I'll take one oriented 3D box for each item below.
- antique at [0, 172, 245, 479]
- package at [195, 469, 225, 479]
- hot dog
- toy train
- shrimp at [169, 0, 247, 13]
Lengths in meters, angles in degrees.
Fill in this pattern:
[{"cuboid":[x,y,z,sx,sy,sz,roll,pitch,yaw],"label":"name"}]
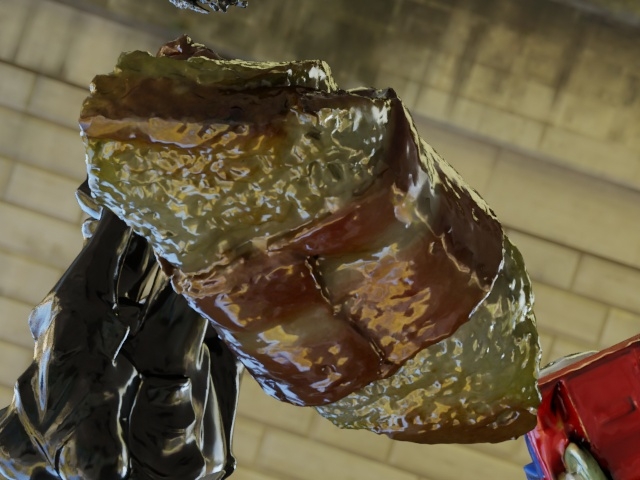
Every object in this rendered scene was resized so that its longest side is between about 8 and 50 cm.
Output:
[{"cuboid":[-0.152,0.118,1.380,0.185,0.255,0.322,12,153,18],"label":"antique"},{"cuboid":[-0.151,0.201,0.669,0.062,0.251,0.204,40,-157,-3],"label":"package"},{"cuboid":[0.002,-0.004,0.686,0.261,0.123,0.093,51,-165,-39],"label":"hot dog"},{"cuboid":[0.160,0.149,0.844,0.082,0.204,0.131,-23,-175,-7],"label":"toy train"},{"cuboid":[-0.092,-0.197,1.092,0.034,0.091,0.161,7,-155,-40],"label":"shrimp"}]
